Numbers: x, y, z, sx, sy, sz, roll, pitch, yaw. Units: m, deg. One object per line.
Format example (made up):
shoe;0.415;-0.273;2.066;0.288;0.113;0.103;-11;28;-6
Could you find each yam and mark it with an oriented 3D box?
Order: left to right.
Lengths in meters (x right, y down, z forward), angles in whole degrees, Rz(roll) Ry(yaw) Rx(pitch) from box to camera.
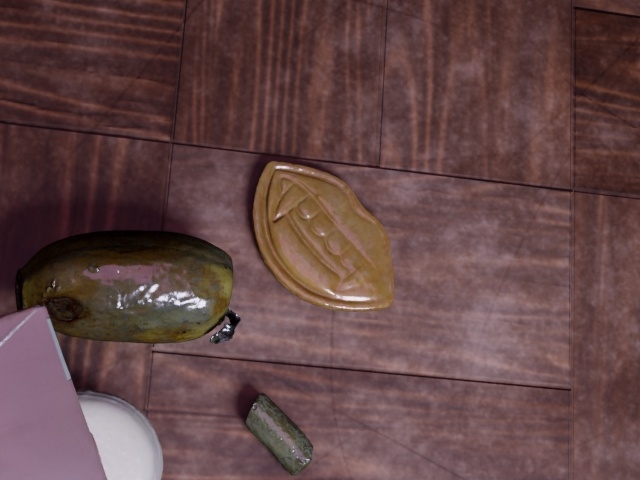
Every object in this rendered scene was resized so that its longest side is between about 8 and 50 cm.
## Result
yam;-0.046;0.217;1.416;0.094;0.043;0.043;45;72;4

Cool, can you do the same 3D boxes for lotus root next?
lotus root;-0.209;0.049;1.384;0.241;0.124;0.123;4;90;-13

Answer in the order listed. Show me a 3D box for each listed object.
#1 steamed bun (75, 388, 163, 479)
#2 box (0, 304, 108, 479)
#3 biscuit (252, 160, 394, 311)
steamed bun;-0.277;0.248;1.314;0.228;0.131;0.177;-25;85;-26
box;-0.323;0.187;1.194;0.215;0.086;0.215;-18;85;-23
biscuit;0.000;0.000;1.490;0.142;0.029;0.220;-36;85;-17
